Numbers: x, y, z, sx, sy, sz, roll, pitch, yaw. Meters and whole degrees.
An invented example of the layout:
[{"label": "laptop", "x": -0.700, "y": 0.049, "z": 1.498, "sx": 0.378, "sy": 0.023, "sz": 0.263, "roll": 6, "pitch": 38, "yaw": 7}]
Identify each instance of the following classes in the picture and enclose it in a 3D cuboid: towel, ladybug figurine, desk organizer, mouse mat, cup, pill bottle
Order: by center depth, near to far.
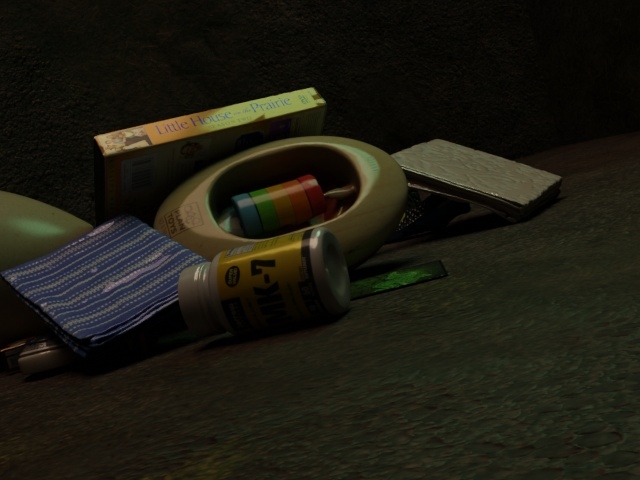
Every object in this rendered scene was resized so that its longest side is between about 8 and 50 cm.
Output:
[{"label": "pill bottle", "x": -0.075, "y": 0.061, "z": 1.317, "sx": 0.208, "sy": 0.119, "sz": 0.119, "roll": -14, "pitch": 4, "yaw": 17}, {"label": "desk organizer", "x": -0.276, "y": 0.141, "z": 1.474, "sx": 0.050, "sy": 0.047, "sz": 0.130, "roll": -15, "pitch": 3, "yaw": -35}, {"label": "mouse mat", "x": 0.112, "y": 0.058, "z": 1.482, "sx": 0.152, "sy": 0.007, "sz": 0.190, "roll": -14, "pitch": 5, "yaw": 4}, {"label": "towel", "x": -0.320, "y": 0.053, "z": 1.498, "sx": 0.243, "sy": 0.040, "sz": 0.336, "roll": -31, "pitch": 34, "yaw": -26}, {"label": "ladybug figurine", "x": -0.068, "y": -0.026, "z": 1.689, "sx": 0.449, "sy": 0.305, "sz": 0.162, "roll": -14, "pitch": -40, "yaw": -9}, {"label": "cup", "x": -0.525, "y": 0.060, "z": 1.783, "sx": 0.237, "sy": 0.331, "sz": 0.331, "roll": -4, "pitch": 1, "yaw": -14}, {"label": "towel", "x": 0.305, "y": -0.127, "z": 2.005, "sx": 0.317, "sy": 0.053, "sz": 0.332, "roll": 20, "pitch": 20, "yaw": 22}]

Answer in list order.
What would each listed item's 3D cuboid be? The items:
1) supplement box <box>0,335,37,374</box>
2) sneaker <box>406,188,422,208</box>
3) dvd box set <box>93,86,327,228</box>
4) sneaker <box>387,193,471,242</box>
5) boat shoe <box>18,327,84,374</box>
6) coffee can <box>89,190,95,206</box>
[{"label": "supplement box", "x": -0.488, "y": 0.187, "z": 1.623, "sx": 0.055, "sy": 0.043, "sz": 0.083, "roll": -17, "pitch": 4, "yaw": -10}, {"label": "sneaker", "x": 0.170, "y": -0.074, "z": 2.375, "sx": 0.146, "sy": 0.134, "sz": 0.343, "roll": -22, "pitch": -5, "yaw": 2}, {"label": "dvd box set", "x": -0.204, "y": -0.109, "z": 1.811, "sx": 0.420, "sy": 0.062, "sz": 0.308, "roll": -17, "pitch": -36, "yaw": -24}, {"label": "sneaker", "x": 0.219, "y": -0.038, "z": 2.086, "sx": 0.209, "sy": 0.082, "sz": 0.069, "roll": -30, "pitch": 33, "yaw": 22}, {"label": "boat shoe", "x": -0.389, "y": 0.103, "z": 1.594, "sx": 0.127, "sy": 0.158, "sz": 0.340, "roll": -14, "pitch": 4, "yaw": 15}, {"label": "coffee can", "x": -0.412, "y": -0.007, "z": 2.346, "sx": 0.201, "sy": 0.275, "sz": 0.201, "roll": -14, "pitch": 4, "yaw": 1}]
